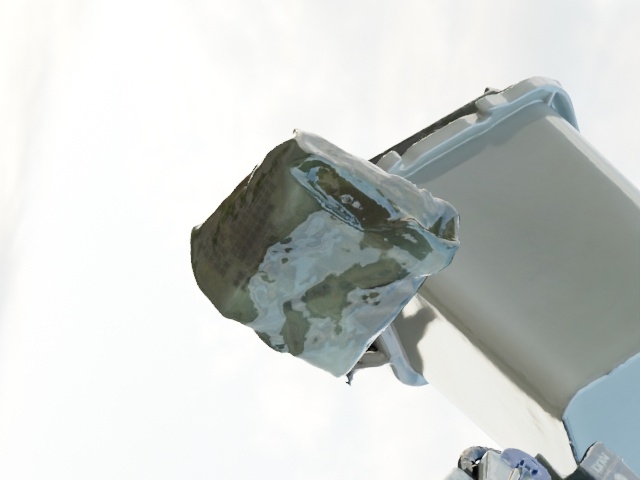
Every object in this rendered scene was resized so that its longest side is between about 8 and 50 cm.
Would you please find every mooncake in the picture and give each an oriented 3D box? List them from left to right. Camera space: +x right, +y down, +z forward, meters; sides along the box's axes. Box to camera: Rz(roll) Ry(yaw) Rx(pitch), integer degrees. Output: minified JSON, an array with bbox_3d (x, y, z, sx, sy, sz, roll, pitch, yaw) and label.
[{"bbox_3d":[0.000,0.000,0.818,0.125,0.130,0.073,-48,-150,24],"label":"mooncake"}]

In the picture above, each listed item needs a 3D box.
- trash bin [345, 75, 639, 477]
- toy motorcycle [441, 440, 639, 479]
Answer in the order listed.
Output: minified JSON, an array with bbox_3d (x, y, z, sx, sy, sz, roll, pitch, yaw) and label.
[{"bbox_3d":[0.176,0.066,1.185,0.368,0.296,0.256,49,-15,52],"label":"trash bin"},{"bbox_3d":[0.104,0.167,0.657,0.150,0.221,0.102,36,-67,12],"label":"toy motorcycle"}]
